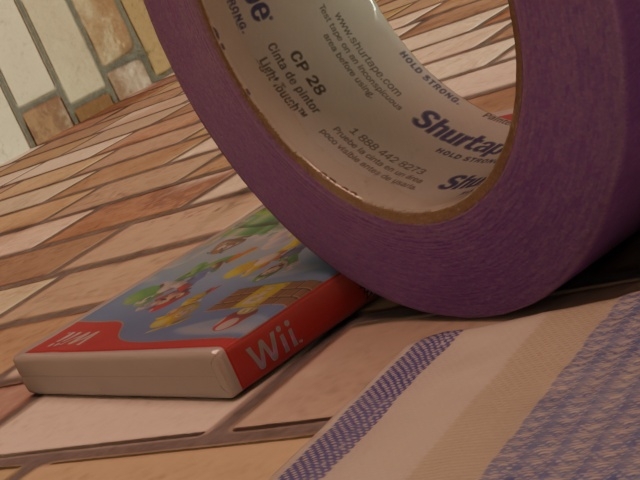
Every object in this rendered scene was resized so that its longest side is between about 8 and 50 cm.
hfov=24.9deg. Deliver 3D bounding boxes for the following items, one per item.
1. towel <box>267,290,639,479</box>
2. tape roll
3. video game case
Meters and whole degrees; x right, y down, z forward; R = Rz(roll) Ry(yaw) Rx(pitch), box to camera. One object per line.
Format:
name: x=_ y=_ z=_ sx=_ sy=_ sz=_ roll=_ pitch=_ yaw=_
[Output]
towel: x=0.104 y=0.050 z=0.333 sx=0.285 sy=0.034 sz=0.209 roll=-14 pitch=13 yaw=32
tape roll: x=0.035 y=-0.110 z=0.562 sx=0.090 sy=0.275 sz=0.274 roll=-32 pitch=15 yaw=-31
video game case: x=0.000 y=0.000 z=0.757 sx=0.285 sy=0.025 sz=0.204 roll=-33 pitch=15 yaw=-34
